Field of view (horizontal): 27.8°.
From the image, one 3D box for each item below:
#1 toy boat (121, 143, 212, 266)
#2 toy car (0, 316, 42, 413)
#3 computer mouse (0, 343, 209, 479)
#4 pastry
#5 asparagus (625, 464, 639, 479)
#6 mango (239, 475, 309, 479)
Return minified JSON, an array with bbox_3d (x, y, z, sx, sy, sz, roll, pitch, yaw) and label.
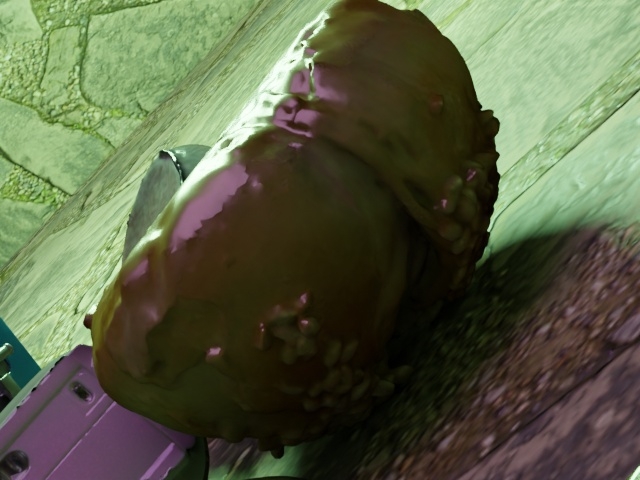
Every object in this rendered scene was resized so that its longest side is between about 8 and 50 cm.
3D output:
[{"bbox_3d":[-0.098,0.034,1.026,0.155,0.085,0.227,-32,53,56],"label":"toy boat"},{"bbox_3d":[-0.307,0.127,1.085,0.191,0.097,0.100,-35,4,29],"label":"toy car"},{"bbox_3d":[-0.210,0.213,0.873,0.310,0.158,0.072,-49,-18,-15],"label":"computer mouse"},{"bbox_3d":[0.000,0.000,0.827,0.316,0.184,0.284,-55,7,-30],"label":"pastry"},{"bbox_3d":[0.175,0.056,0.448,0.343,0.082,0.085,-48,-20,-11],"label":"asparagus"},{"bbox_3d":[-0.085,0.201,0.717,0.237,0.091,0.137,-28,29,48],"label":"mango"}]
